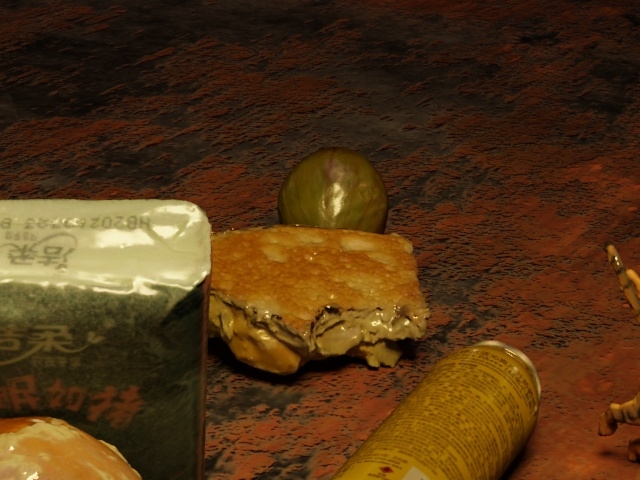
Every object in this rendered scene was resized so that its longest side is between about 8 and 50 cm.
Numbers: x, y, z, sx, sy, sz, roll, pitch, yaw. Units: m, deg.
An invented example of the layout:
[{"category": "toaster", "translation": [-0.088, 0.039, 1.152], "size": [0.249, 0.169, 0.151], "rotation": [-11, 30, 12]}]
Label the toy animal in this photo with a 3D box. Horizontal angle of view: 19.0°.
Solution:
[{"category": "toy animal", "translation": [0.293, 0.115, 1.602], "size": [0.114, 0.255, 0.116], "rotation": [-44, 22, -22]}]

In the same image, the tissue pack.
[{"category": "tissue pack", "translation": [-0.196, 0.107, 1.398], "size": [0.228, 0.316, 0.103], "rotation": [0, 47, -6]}]

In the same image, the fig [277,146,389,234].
[{"category": "fig", "translation": [0.000, 0.000, 2.001], "size": [0.124, 0.124, 0.236], "rotation": [7, 40, 12]}]

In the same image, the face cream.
[{"category": "face cream", "translation": [0.100, 0.168, 1.551], "size": [0.105, 0.105, 0.348], "rotation": [11, 23, 21]}]

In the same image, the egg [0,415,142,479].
[{"category": "egg", "translation": [-0.200, 0.213, 1.286], "size": [0.233, 0.195, 0.195], "rotation": [12, 23, 28]}]

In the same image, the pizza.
[{"category": "pizza", "translation": [-0.016, 0.061, 1.836], "size": [0.323, 0.089, 0.223], "rotation": [-4, 31, -33]}]
